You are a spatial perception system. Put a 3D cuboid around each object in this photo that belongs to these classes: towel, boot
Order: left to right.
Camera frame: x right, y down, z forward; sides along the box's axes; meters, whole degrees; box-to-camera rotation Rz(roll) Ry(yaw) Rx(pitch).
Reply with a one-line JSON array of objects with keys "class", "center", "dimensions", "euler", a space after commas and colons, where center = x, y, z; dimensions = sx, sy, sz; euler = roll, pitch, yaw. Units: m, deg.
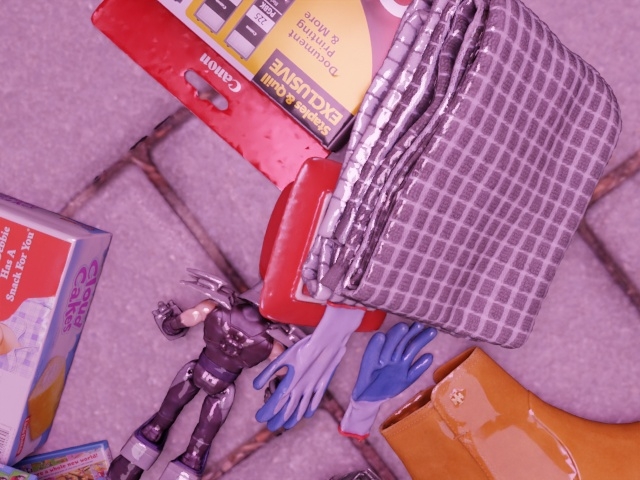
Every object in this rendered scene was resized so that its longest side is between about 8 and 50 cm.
[{"class": "towel", "center": [0.133, -0.049, 0.571], "dimensions": [0.121, 0.235, 0.283], "euler": [30, 99, 47]}, {"class": "boot", "center": [0.225, 0.190, 0.655], "dimensions": [0.295, 0.104, 0.211], "euler": [-34, 91, 10]}]

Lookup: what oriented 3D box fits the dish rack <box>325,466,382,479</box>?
[{"class": "dish rack", "center": [0.071, 0.382, 0.702], "dimensions": [0.271, 0.074, 0.208], "euler": [43, 96, 2]}]

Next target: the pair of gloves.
[{"class": "pair of gloves", "center": [0.028, 0.136, 0.653], "dimensions": [0.198, 0.023, 0.159], "euler": [18, 108, -37]}]

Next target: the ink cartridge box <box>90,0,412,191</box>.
[{"class": "ink cartridge box", "center": [-0.060, -0.235, 0.633], "dimensions": [0.309, 0.130, 0.272], "euler": [41, 98, 0]}]

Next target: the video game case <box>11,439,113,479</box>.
[{"class": "video game case", "center": [-0.285, 0.325, 0.756], "dimensions": [0.119, 0.015, 0.166], "euler": [-14, 93, 7]}]

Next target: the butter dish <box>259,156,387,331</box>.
[{"class": "butter dish", "center": [0.000, 0.000, 0.659], "dimensions": [0.160, 0.118, 0.159], "euler": [12, 97, -37]}]

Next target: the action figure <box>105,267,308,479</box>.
[{"class": "action figure", "center": [-0.119, 0.150, 0.691], "dimensions": [0.185, 0.099, 0.285], "euler": [33, 93, 9]}]

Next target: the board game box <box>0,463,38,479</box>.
[{"class": "board game box", "center": [-0.392, 0.276, 0.699], "dimensions": [0.212, 0.039, 0.160], "euler": [15, 133, 11]}]

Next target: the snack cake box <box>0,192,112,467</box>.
[{"class": "snack cake box", "center": [-0.352, 0.092, 0.707], "dimensions": [0.152, 0.089, 0.264], "euler": [20, 96, 5]}]
